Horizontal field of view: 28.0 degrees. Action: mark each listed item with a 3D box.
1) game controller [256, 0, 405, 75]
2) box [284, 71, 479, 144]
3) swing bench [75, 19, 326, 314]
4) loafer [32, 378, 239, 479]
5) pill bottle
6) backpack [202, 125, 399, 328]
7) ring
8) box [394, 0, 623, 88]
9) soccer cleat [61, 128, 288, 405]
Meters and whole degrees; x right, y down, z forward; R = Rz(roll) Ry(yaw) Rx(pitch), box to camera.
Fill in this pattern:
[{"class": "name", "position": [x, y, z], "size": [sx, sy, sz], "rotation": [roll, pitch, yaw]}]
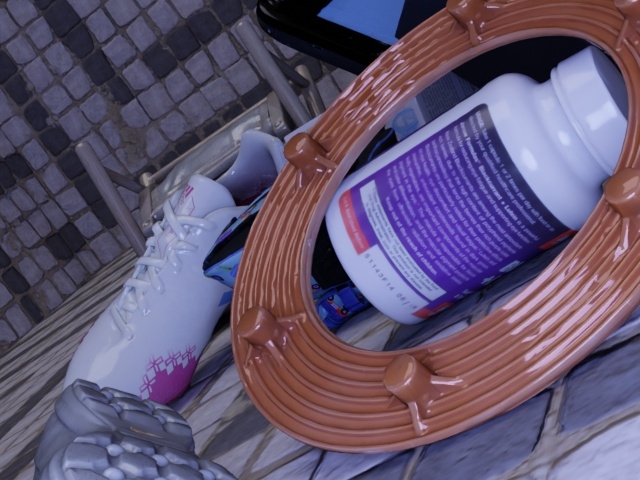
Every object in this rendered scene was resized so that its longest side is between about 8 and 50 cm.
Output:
[{"class": "game controller", "position": [0.093, -0.226, 1.394], "size": [0.166, 0.319, 0.067], "rotation": [-54, -20, -34]}, {"class": "box", "position": [0.073, -0.085, 1.152], "size": [0.103, 0.114, 0.203], "rotation": [-22, -2, -34]}, {"class": "swing bench", "position": [-0.094, -0.052, 1.418], "size": [0.253, 0.255, 0.165], "rotation": [-33, -23, 15]}, {"class": "loafer", "position": [-0.106, 0.155, 0.672], "size": [0.319, 0.112, 0.111], "rotation": [-166, 94, -79]}, {"class": "pill bottle", "position": [0.107, -0.036, 0.801], "size": [0.193, 0.108, 0.108], "rotation": [-32, 8, 24]}, {"class": "backpack", "position": [0.000, 0.000, 1.017], "size": [0.173, 0.117, 0.158], "rotation": [-32, 9, 21]}, {"class": "ring", "position": [0.070, -0.037, 0.714], "size": [0.336, 0.032, 0.336], "rotation": [-30, 37, 26]}, {"class": "box", "position": [0.213, -0.218, 1.086], "size": [0.261, 0.184, 0.103], "rotation": [-42, -24, -40]}, {"class": "soccer cleat", "position": [-0.130, 0.026, 1.170], "size": [0.116, 0.143, 0.331], "rotation": [18, 51, 29]}]
